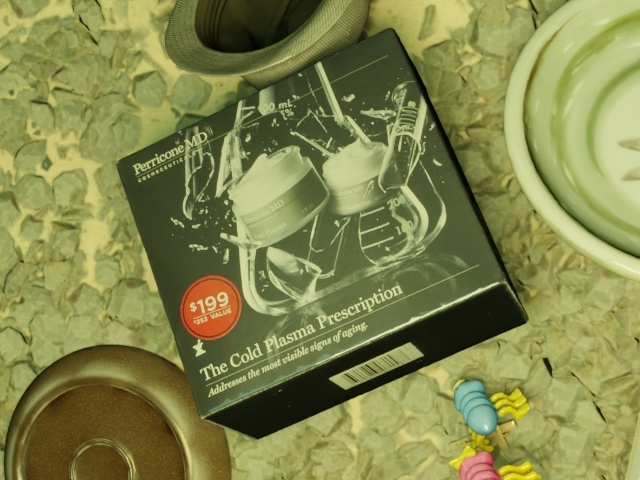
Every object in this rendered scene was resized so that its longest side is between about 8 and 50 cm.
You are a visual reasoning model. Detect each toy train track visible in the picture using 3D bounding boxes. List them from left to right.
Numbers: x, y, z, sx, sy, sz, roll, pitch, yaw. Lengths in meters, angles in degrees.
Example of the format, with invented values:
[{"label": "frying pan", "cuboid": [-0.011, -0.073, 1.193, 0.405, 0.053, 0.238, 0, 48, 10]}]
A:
[{"label": "toy train track", "cuboid": [0.188, 0.224, 1.447, 0.083, 0.014, 0.048, -24, 92, 20]}]

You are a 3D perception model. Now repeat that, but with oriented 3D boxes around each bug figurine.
[{"label": "bug figurine", "cuboid": [0.129, 0.280, 1.373, 0.072, 0.216, 0.279, 34, 100, -23]}]

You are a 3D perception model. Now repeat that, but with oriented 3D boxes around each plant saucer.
[{"label": "plant saucer", "cuboid": [-0.264, 0.286, 1.554, 0.311, 0.050, 0.310, 0, 92, 15]}, {"label": "plant saucer", "cuboid": [0.390, -0.106, 1.296, 0.400, 0.100, 0.400, -3, 61, 5]}]

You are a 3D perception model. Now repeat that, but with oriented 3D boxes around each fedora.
[{"label": "fedora", "cuboid": [-0.036, -0.259, 1.414, 0.244, 0.124, 0.275, 3, 61, 33]}]

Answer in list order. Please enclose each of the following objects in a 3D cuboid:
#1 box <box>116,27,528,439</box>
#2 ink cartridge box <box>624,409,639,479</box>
[{"label": "box", "cuboid": [0.000, 0.000, 1.358, 0.343, 0.179, 0.312, -25, 68, 9]}, {"label": "ink cartridge box", "cuboid": [0.472, 0.186, 1.307, 0.272, 0.130, 0.309, 13, 94, 14]}]
